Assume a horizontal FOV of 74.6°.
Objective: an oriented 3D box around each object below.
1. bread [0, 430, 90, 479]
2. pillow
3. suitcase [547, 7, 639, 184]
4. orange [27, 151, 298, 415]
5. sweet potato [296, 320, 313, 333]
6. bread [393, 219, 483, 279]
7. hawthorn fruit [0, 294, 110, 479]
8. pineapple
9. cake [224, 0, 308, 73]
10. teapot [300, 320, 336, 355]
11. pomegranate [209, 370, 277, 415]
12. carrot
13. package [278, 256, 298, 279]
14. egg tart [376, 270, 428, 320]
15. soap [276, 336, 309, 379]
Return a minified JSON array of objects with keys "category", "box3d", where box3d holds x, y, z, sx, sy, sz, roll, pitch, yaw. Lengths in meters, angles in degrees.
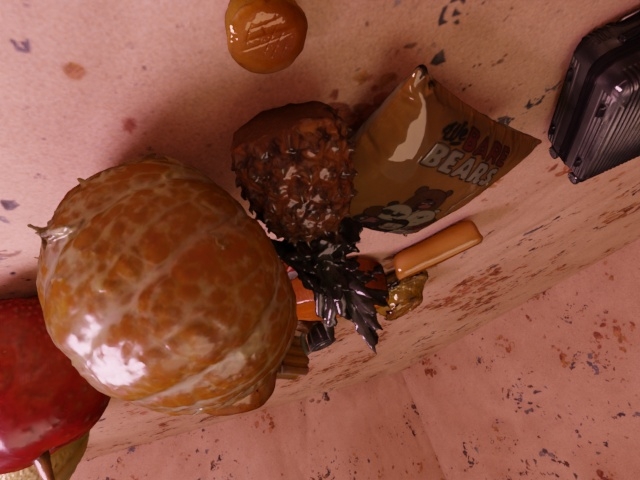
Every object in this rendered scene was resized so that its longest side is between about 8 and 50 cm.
[{"category":"bread","box3d":[-0.741,0.539,1.061,0.237,0.321,0.320,-2,154,4]},{"category":"pillow","box3d":[0.145,-0.106,0.669,0.310,0.119,0.312,12,143,-35]},{"category":"suitcase","box3d":[0.509,-0.231,0.692,0.202,0.128,0.312,-25,153,8]},{"category":"orange","box3d":[-0.181,0.060,0.526,0.249,0.329,0.329,-37,158,-17]},{"category":"sweet potato","box3d":[-0.065,0.240,1.250,0.060,0.068,0.206,-49,144,1]},{"category":"bread","box3d":[0.295,0.024,1.084,0.239,0.074,0.092,-28,169,18]},{"category":"hawthorn fruit","box3d":[-0.474,0.253,0.683,0.287,0.330,0.287,-22,166,-6]},{"category":"pineapple","box3d":[-0.004,0.000,0.584,0.165,0.166,0.365,-19,124,-3]},{"category":"cake","box3d":[-0.054,-0.209,0.421,0.084,0.044,0.084,-15,152,-9]},{"category":"teapot","box3d":[-0.020,0.323,1.410,0.124,0.091,0.092,-29,153,4]},{"category":"pomegranate","box3d":[-0.243,0.371,1.185,0.251,0.229,0.270,-14,159,-12]},{"category":"carrot","box3d":[0.029,0.141,1.113,0.307,0.100,0.258,-7,153,-11]},{"category":"package","box3d":[-0.121,0.087,0.952,0.154,0.030,0.239,7,142,-47]},{"category":"egg tart","box3d":[0.240,0.175,1.305,0.240,0.106,0.241,-20,152,-11]},{"category":"soap","box3d":[-0.114,0.391,1.413,0.073,0.140,0.232,-24,154,14]}]
